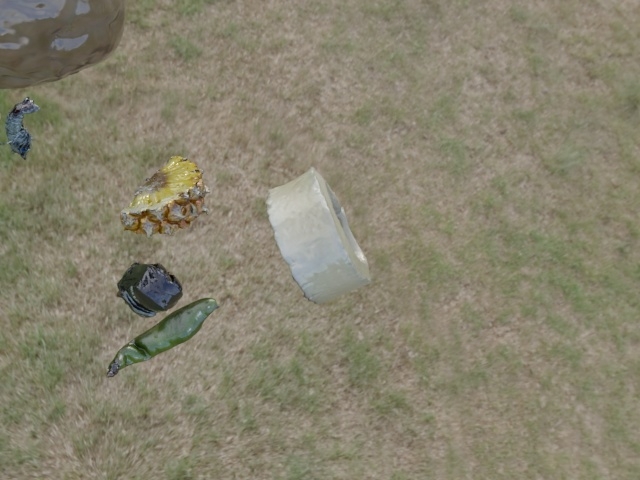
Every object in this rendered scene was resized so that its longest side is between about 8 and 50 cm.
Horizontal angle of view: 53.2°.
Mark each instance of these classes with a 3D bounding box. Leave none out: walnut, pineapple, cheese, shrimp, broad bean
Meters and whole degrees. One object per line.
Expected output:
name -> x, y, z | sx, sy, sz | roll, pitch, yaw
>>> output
walnut -> -0.350, -0.281, 0.694 | 0.273, 0.227, 0.273 | 16, 55, -25
pineapple -> -0.280, -0.083, 1.261 | 0.135, 0.079, 0.233 | 5, 38, 17
cheese -> 0.002, -0.003, 1.572 | 0.153, 0.332, 0.292 | -24, 65, 7
shrimp -> -0.683, -0.249, 1.431 | 0.076, 0.174, 0.082 | -19, 64, -41
broad bean -> -0.245, 0.149, 0.992 | 0.195, 0.061, 0.046 | -33, 110, -12

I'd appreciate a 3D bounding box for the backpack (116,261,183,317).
backpack -> -0.353, 0.103, 1.317 | 0.120, 0.165, 0.106 | 41, 71, -15
